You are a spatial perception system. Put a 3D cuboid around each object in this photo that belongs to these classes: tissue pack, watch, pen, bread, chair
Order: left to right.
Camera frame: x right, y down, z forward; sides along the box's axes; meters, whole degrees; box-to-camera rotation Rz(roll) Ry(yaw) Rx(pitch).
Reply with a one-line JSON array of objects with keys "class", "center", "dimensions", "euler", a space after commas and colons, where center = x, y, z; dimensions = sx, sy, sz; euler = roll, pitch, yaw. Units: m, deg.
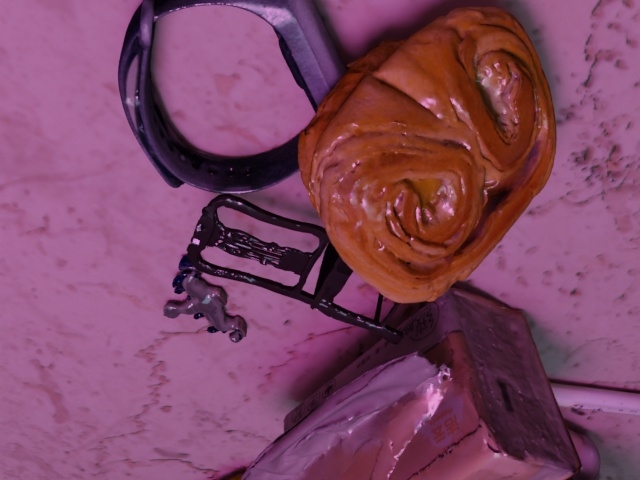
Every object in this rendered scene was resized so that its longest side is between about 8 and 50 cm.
[{"class": "watch", "center": [-0.079, -0.131, 0.686], "dimensions": [0.193, 0.068, 0.206], "euler": [-19, 133, 15]}, {"class": "chair", "center": [0.000, 0.000, 0.783], "dimensions": [0.229, 0.113, 0.106], "euler": [23, 129, -7]}, {"class": "tissue pack", "center": [0.077, 0.211, 0.891], "dimensions": [0.239, 0.238, 0.305], "euler": [29, 127, -25]}, {"class": "bread", "center": [0.093, -0.068, 0.663], "dimensions": [0.236, 0.120, 0.198], "euler": [-47, 128, -14]}, {"class": "pen", "center": [0.346, 0.200, 1.027], "dimensions": [0.269, 0.033, 0.033], "euler": [9, 132, -9]}]

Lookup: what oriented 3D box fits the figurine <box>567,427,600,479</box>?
[{"class": "figurine", "center": [0.296, 0.391, 1.005], "dimensions": [0.196, 0.323, 0.320], "euler": [-8, 133, 8]}]

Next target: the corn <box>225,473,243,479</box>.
[{"class": "corn", "center": [-0.181, 0.438, 1.191], "dimensions": [0.106, 0.106, 0.305], "euler": [29, 125, -25]}]

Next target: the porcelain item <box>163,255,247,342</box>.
[{"class": "porcelain item", "center": [-0.141, 0.073, 0.903], "dimensions": [0.075, 0.021, 0.136], "euler": [-16, 131, 13]}]
